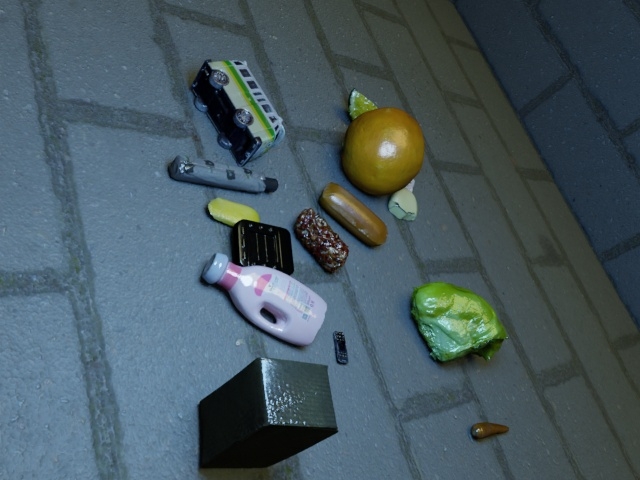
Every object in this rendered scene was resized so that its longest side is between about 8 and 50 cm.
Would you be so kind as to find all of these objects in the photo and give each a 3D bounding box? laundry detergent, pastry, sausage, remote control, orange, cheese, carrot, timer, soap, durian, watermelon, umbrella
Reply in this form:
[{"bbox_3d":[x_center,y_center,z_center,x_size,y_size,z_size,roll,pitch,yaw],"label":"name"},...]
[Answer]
[{"bbox_3d":[-0.146,0.144,1.412,0.335,0.088,0.159,31,64,-19],"label":"laundry detergent"},{"bbox_3d":[0.001,-0.001,1.647,0.208,0.115,0.097,50,53,-3],"label":"pastry"},{"bbox_3d":[0.112,-0.083,1.809,0.274,0.105,0.105,40,42,-13],"label":"sausage"},{"bbox_3d":[0.057,0.302,1.537,0.039,0.014,0.096,17,49,-33],"label":"remote control"},{"bbox_3d":[0.219,-0.314,1.925,0.312,0.312,0.312,23,47,-28],"label":"orange"},{"bbox_3d":[0.335,-0.171,2.113,0.127,0.050,0.255,39,42,-12],"label":"cheese"},{"bbox_3d":[0.547,0.603,1.739,0.216,0.048,0.048,13,52,-42],"label":"carrot"},{"bbox_3d":[-0.161,0.024,1.519,0.187,0.055,0.144,13,62,-41],"label":"timer"},{"bbox_3d":[-0.244,-0.075,1.532,0.168,0.033,0.089,23,45,-29],"label":"soap"},{"bbox_3d":[0.444,0.265,1.775,0.255,0.204,0.340,-27,83,-36],"label":"durian"},{"bbox_3d":[0.206,-0.484,2.169,0.301,0.129,0.123,35,45,-25],"label":"watermelon"},{"bbox_3d":[-0.266,-0.183,1.563,0.337,0.073,0.067,7,76,-40],"label":"umbrella"}]

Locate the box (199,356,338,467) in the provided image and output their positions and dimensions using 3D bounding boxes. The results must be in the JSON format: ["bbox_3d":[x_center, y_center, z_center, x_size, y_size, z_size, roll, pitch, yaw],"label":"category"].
[{"bbox_3d":[-0.115,0.367,1.138,0.184,0.273,0.143,17,47,-34],"label":"box"}]

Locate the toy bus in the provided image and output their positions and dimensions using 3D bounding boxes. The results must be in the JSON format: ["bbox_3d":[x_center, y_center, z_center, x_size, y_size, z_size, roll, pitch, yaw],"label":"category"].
[{"bbox_3d":[-0.243,-0.397,1.674,0.179,0.143,0.305,-26,82,-42],"label":"toy bus"}]
